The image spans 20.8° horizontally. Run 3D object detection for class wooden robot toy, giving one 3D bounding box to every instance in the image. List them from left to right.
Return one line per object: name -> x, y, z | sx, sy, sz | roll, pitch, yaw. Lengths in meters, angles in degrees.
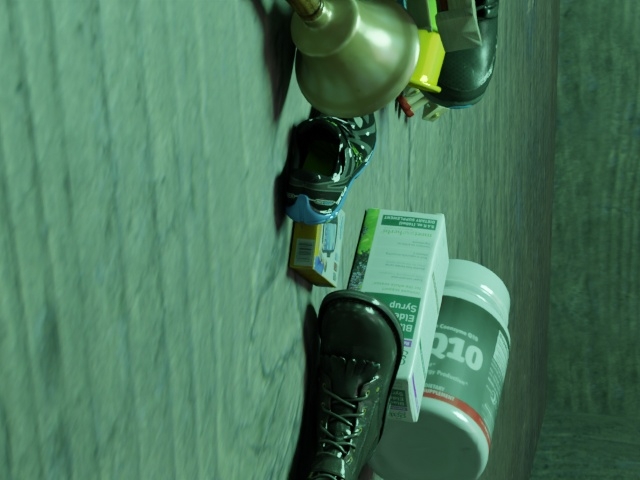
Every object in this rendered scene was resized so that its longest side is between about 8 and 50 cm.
wooden robot toy -> 0.120, -0.210, 2.178 | 0.079, 0.076, 0.173 | 62, 2, 20

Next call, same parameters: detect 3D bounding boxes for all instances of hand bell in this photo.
hand bell -> -0.014, -0.207, 1.519 | 0.242, 0.126, 0.126 | 35, 60, -60

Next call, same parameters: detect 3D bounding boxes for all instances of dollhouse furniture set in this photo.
dollhouse furniture set -> 0.071, -0.280, 1.640 | 0.129, 0.129, 0.184 | 56, 27, -70

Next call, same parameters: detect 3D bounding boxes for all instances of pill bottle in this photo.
pill bottle -> 0.150, 0.163, 2.181 | 0.283, 0.161, 0.161 | -72, 162, -47

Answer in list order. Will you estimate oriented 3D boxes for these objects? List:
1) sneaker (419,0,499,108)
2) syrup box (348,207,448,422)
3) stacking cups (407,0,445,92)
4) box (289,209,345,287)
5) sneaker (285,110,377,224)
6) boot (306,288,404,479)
sneaker -> 0.151, -0.323, 2.020 | 0.139, 0.125, 0.341 | -170, -105, -76
syrup box -> 0.081, 0.084, 1.997 | 0.096, 0.093, 0.237 | 80, 20, -50
stacking cups -> 0.124, -0.327, 1.920 | 0.096, 0.096, 0.316 | 2, 102, -77
box -> 0.000, 0.000, 1.760 | 0.136, 0.028, 0.081 | 37, 59, -73
sneaker -> 0.013, -0.094, 1.687 | 0.188, 0.067, 0.078 | -67, 164, -46
boot -> 0.022, 0.208, 1.793 | 0.229, 0.091, 0.263 | -71, 163, -49
